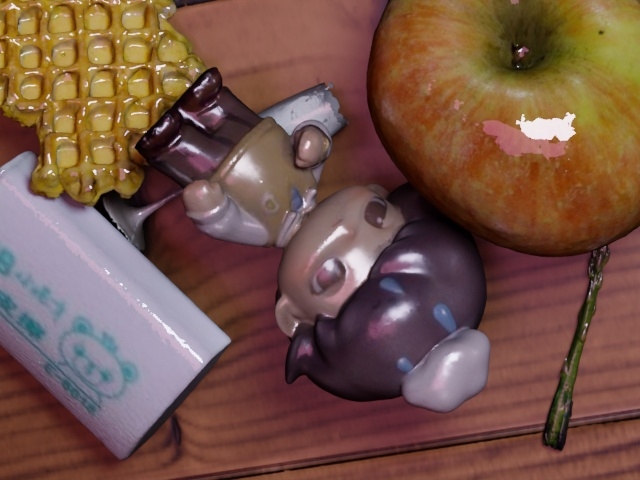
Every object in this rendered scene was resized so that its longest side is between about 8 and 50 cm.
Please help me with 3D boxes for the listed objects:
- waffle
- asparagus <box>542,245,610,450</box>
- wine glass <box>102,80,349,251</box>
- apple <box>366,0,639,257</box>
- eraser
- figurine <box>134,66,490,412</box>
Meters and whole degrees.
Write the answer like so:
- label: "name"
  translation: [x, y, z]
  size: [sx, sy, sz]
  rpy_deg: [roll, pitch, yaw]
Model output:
- label: "waffle"
  translation: [-0.243, -0.163, 1.642]
  size: [0.253, 0.056, 0.249]
  rpy_deg: [29, 68, 0]
- label: "asparagus"
  translation: [0.257, 0.098, 1.653]
  size: [0.022, 0.023, 0.233]
  rpy_deg: [6, 101, -36]
- label: "wine glass"
  translation: [-0.089, -0.080, 1.669]
  size: [0.262, 0.074, 0.074]
  rpy_deg: [-28, 91, 11]
- label: "apple"
  translation: [0.187, -0.128, 1.523]
  size: [0.277, 0.250, 0.309]
  rpy_deg: [-24, 73, -4]
- label: "eraser"
  translation: [-0.249, 0.066, 1.684]
  size: [0.290, 0.104, 0.189]
  rpy_deg: [43, 122, 3]
- label: "figurine"
  translation: [0.009, -0.012, 1.564]
  size: [0.206, 0.218, 0.365]
  rpy_deg: [-24, 113, 41]
